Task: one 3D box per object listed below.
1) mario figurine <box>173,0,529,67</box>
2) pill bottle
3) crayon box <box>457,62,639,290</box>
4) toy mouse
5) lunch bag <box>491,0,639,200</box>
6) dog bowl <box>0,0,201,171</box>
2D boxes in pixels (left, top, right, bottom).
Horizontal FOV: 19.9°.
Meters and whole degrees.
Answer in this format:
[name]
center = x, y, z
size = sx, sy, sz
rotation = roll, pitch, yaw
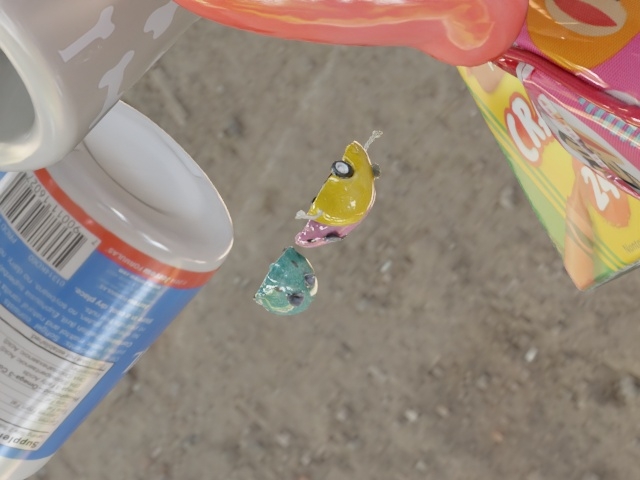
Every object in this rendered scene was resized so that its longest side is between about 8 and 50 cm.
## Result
[mario figurine]
center = 0.058, -0.196, 0.552
size = 0.170, 0.320, 0.198
rotation = 48, 180, 39
[pill bottle]
center = -0.154, 0.040, 0.889
size = 0.124, 0.124, 0.221
rotation = 43, 110, 1
[crayon box]
center = 0.125, -0.144, 0.955
size = 0.318, 0.081, 0.202
rotation = 62, 164, 6
[toy mouse]
center = 0.000, 0.000, 1.084
size = 0.031, 0.161, 0.143
rotation = 32, 129, 2
[lunch bag]
center = 0.214, -0.101, 0.614
size = 0.120, 0.258, 0.293
rotation = 45, 176, -41
[dog bowl]
center = -0.202, -0.149, 0.678
size = 0.349, 0.102, 0.349
rotation = 26, 163, 8
